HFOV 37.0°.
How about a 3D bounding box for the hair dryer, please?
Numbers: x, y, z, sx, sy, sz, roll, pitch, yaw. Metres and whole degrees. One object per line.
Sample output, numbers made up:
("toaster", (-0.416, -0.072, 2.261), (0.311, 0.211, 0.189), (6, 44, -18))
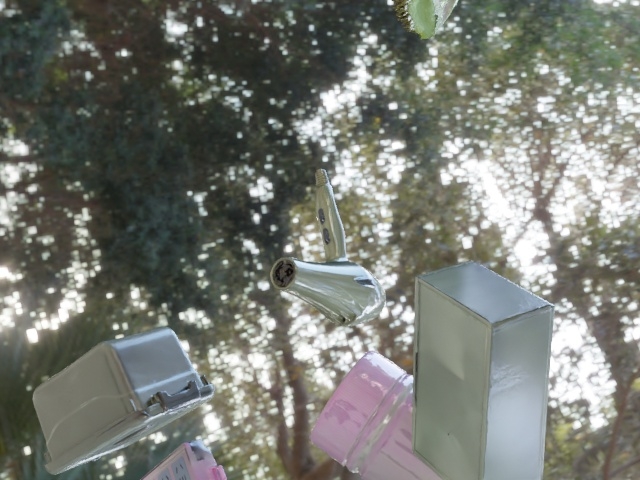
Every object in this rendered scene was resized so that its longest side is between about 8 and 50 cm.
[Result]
("hair dryer", (-0.008, 0.022, 1.672), (0.119, 0.296, 0.298), (-25, -94, 25))

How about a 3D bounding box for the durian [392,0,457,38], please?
("durian", (0.153, -0.383, 1.382), (0.095, 0.220, 0.137), (32, -91, 7))

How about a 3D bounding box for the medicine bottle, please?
("medicine bottle", (0.163, 0.355, 1.647), (0.316, 0.202, 0.202), (34, -54, 13))

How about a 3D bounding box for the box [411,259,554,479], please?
("box", (0.168, 0.152, 1.019), (0.129, 0.086, 0.225), (34, -48, 54))

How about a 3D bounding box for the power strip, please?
("power strip", (-0.209, 0.368, 1.318), (0.279, 0.037, 0.109), (-44, -118, 44))

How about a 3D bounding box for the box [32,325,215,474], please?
("box", (-0.207, 0.158, 0.969), (0.172, 0.124, 0.093), (-33, -102, 32))
